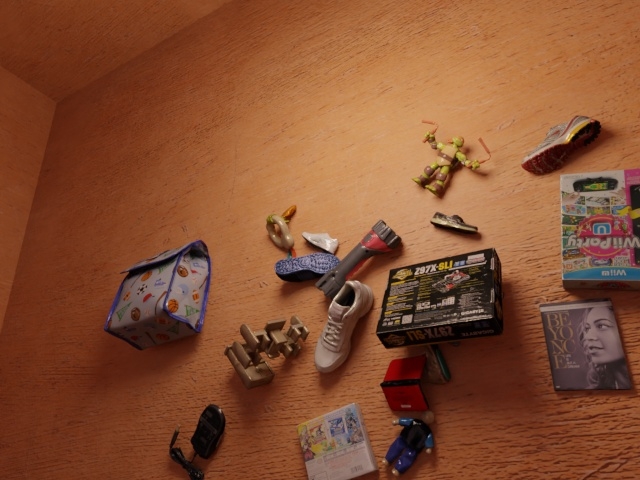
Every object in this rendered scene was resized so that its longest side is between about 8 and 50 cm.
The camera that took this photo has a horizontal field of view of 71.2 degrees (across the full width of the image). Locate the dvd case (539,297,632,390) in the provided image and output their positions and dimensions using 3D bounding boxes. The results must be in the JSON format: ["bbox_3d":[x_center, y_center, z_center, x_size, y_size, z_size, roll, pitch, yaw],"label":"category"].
[{"bbox_3d":[0.657,0.259,1.121,0.165,0.018,0.221,-11,63,26],"label":"dvd case"}]

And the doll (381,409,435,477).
[{"bbox_3d":[0.243,0.538,1.212,0.129,0.046,0.189,38,90,35],"label":"doll"}]

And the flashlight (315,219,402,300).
[{"bbox_3d":[0.127,0.070,1.464,0.103,0.103,0.304,45,99,12],"label":"flashlight"}]

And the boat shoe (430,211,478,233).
[{"bbox_3d":[0.413,-0.057,1.379,0.152,0.056,0.049,18,83,34],"label":"boat shoe"}]

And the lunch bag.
[{"bbox_3d":[-0.619,0.187,1.755,0.328,0.239,0.385,-18,45,23],"label":"lunch bag"}]

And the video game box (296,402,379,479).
[{"bbox_3d":[0.044,0.598,1.297,0.205,0.048,0.187,-27,59,16],"label":"video game box"}]

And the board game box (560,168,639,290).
[{"bbox_3d":[0.747,-0.027,1.152,0.224,0.097,0.303,-2,69,29],"label":"board game box"}]

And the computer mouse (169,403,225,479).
[{"bbox_3d":[-0.413,0.660,1.525,0.184,0.060,0.261,22,92,31],"label":"computer mouse"}]

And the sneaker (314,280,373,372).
[{"bbox_3d":[0.048,0.258,1.385,0.114,0.152,0.304,21,81,33],"label":"sneaker"}]

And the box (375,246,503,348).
[{"bbox_3d":[0.327,0.160,1.230,0.322,0.079,0.257,-16,31,31],"label":"box"}]

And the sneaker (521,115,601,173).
[{"bbox_3d":[0.695,-0.281,1.316,0.225,0.088,0.092,-34,35,12],"label":"sneaker"}]

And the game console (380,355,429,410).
[{"bbox_3d":[0.248,0.403,1.256,0.144,0.085,0.124,-28,84,50],"label":"game console"}]

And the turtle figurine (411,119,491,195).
[{"bbox_3d":[0.397,-0.267,1.465,0.270,0.087,0.217,40,98,27],"label":"turtle figurine"}]

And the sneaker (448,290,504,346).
[{"bbox_3d":[0.421,0.211,1.247,0.221,0.083,0.087,-35,95,-1],"label":"sneaker"}]

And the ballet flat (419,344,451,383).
[{"bbox_3d":[0.305,0.306,1.269,0.067,0.073,0.206,-28,54,27],"label":"ballet flat"}]

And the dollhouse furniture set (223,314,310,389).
[{"bbox_3d":[-0.197,0.334,1.458,0.161,0.212,0.242,46,121,34],"label":"dollhouse furniture set"}]

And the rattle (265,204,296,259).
[{"bbox_3d":[-0.106,-0.021,1.674,0.199,0.143,0.130,48,128,21],"label":"rattle"}]

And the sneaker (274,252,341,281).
[{"bbox_3d":[-0.041,0.099,1.559,0.233,0.090,0.081,-3,64,6],"label":"sneaker"}]

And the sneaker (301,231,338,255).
[{"bbox_3d":[0.000,0.000,1.596,0.152,0.053,0.061,26,74,29],"label":"sneaker"}]
